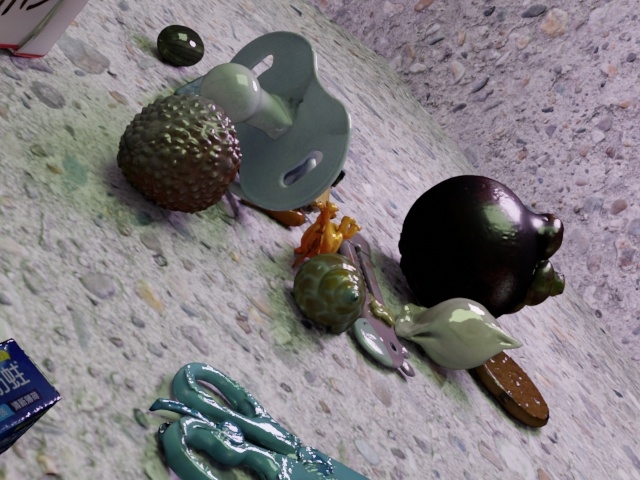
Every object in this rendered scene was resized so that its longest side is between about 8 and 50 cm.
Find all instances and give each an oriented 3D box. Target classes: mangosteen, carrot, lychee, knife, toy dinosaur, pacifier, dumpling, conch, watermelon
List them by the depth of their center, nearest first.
[{"bbox_3d":[-0.176,-0.117,1.147,0.197,0.165,0.165,-1,45,-37],"label":"lychee"},{"bbox_3d":[0.020,0.073,1.255,0.173,0.106,0.116,39,33,-63],"label":"conch"},{"bbox_3d":[-0.099,-0.186,1.272,0.233,0.244,0.299,26,34,-58],"label":"pacifier"},{"bbox_3d":[0.000,0.000,1.345,0.070,0.117,0.288,34,1,8],"label":"toy dinosaur"},{"bbox_3d":[-0.076,-0.052,1.429,0.142,0.035,0.035,22,28,-36],"label":"carrot"},{"bbox_3d":[0.079,0.081,1.455,0.132,0.038,0.398,37,19,-28],"label":"knife"},{"bbox_3d":[0.231,0.154,1.496,0.229,0.124,0.151,12,14,-14],"label":"dumpling"},{"bbox_3d":[0.304,0.013,1.637,0.297,0.313,0.297,-13,90,-68],"label":"mangosteen"},{"bbox_3d":[-0.269,-0.374,1.647,0.078,0.078,0.111,51,20,18],"label":"watermelon"}]

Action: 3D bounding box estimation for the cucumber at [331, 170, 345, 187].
[{"bbox_3d":[-0.054,-0.204,1.783,0.257,0.043,0.044,39,14,-13],"label":"cucumber"}]

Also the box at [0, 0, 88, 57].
[{"bbox_3d":[-0.433,-0.448,1.066,0.312,0.314,0.300,45,16,2],"label":"box"}]

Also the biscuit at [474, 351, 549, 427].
[{"bbox_3d":[0.356,0.269,1.630,0.212,0.036,0.212,40,18,-16],"label":"biscuit"}]

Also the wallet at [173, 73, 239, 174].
[{"bbox_3d":[-0.141,-0.212,1.577,0.237,0.075,0.342,45,18,-8],"label":"wallet"}]

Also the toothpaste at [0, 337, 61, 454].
[{"bbox_3d":[-0.282,0.141,0.501,0.066,0.076,0.320,49,19,4],"label":"toothpaste"}]

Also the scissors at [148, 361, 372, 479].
[{"bbox_3d":[-0.013,0.246,0.910,0.393,0.032,0.180,34,22,-30],"label":"scissors"}]

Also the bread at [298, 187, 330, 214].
[{"bbox_3d":[-0.031,-0.103,1.492,0.125,0.082,0.106,30,55,-69],"label":"bread"}]
